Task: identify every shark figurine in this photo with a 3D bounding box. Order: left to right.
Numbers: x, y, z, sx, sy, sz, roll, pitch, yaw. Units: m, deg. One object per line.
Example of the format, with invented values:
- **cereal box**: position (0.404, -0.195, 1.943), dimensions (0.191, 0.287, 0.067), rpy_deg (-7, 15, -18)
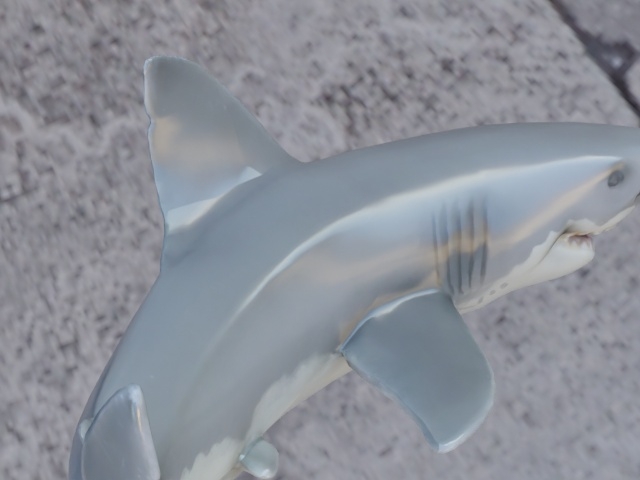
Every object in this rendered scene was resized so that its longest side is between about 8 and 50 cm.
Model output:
- **shark figurine**: position (-0.024, 0.012, 0.501), dimensions (0.166, 0.278, 0.116), rpy_deg (-10, 108, 29)
